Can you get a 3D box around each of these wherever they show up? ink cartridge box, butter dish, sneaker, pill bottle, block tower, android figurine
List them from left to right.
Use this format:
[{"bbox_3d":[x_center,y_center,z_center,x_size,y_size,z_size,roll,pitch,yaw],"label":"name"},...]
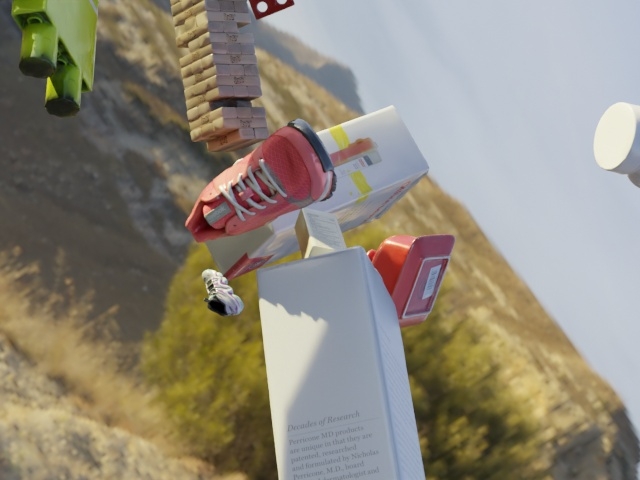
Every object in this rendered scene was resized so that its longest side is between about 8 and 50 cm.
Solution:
[{"bbox_3d":[-0.324,-0.295,1.451,0.248,0.056,0.272,70,15,-63],"label":"android figurine"},{"bbox_3d":[-0.182,0.091,2.031,0.098,0.038,0.069,45,29,18],"label":"sneaker"},{"bbox_3d":[-0.164,-0.313,1.863,0.097,0.091,0.335,-15,-96,47],"label":"block tower"},{"bbox_3d":[-0.088,-0.060,1.637,0.116,0.136,0.314,57,-32,0],"label":"sneaker"},{"bbox_3d":[-0.021,-0.093,2.341,0.160,0.385,0.279,62,-32,9],"label":"ink cartridge box"},{"bbox_3d":[0.121,0.049,1.881,0.118,0.160,0.160,25,14,28],"label":"butter dish"},{"bbox_3d":[0.481,-0.119,1.576,0.222,0.124,0.124,11,20,-20],"label":"pill bottle"}]

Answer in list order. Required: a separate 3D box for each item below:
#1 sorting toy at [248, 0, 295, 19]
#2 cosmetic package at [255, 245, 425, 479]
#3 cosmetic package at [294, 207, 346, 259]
[{"bbox_3d":[-0.059,-0.373,1.284,0.046,0.132,0.274,-71,137,-82],"label":"sorting toy"},{"bbox_3d":[0.039,0.265,1.603,0.230,0.162,0.453,59,21,-61],"label":"cosmetic package"},{"bbox_3d":[0.000,0.000,1.794,0.060,0.041,0.115,13,29,-16],"label":"cosmetic package"}]
